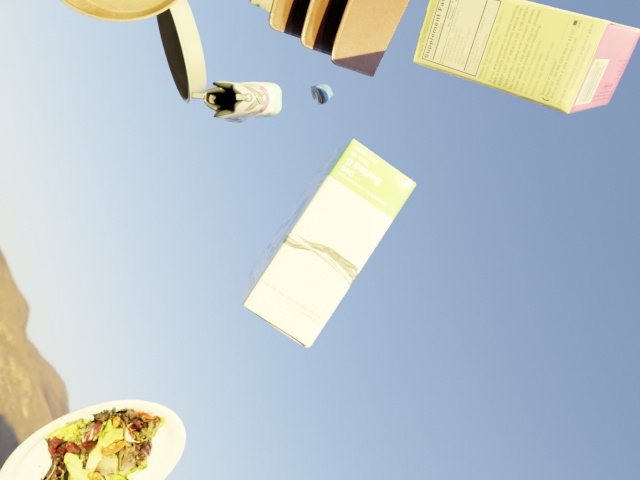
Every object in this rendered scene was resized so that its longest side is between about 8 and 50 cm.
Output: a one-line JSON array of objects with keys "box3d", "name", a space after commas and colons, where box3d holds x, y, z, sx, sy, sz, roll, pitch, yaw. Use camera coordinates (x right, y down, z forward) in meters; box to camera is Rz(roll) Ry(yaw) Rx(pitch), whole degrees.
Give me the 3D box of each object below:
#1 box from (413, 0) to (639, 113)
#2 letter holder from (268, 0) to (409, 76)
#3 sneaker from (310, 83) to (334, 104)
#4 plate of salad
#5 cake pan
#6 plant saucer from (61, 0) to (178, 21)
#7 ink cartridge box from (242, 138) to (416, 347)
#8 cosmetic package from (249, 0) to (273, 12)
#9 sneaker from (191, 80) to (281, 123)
[{"box3d": [0.303, -0.286, 0.798, 0.243, 0.213, 0.117, 31, -58, 29], "name": "box"}, {"box3d": [0.054, -0.509, 1.047, 0.152, 0.214, 0.302, 52, -54, 41], "name": "letter holder"}, {"box3d": [0.015, -0.567, 2.072, 0.209, 0.082, 0.069, -112, -169, -68], "name": "sneaker"}, {"box3d": [-0.245, 0.258, 0.602, 0.048, 0.199, 0.200, 48, -38, 46], "name": "plate of salad"}, {"box3d": [-0.359, -0.505, 1.393, 0.293, 0.054, 0.293, 162, -90, -72], "name": "cake pan"}, {"box3d": [-0.234, -0.347, 0.640, 0.036, 0.198, 0.199, 148, -77, -83], "name": "plant saucer"}, {"box3d": [0.000, 0.000, 0.817, 0.114, 0.273, 0.198, 34, -2, -9], "name": "ink cartridge box"}, {"box3d": [-0.101, -0.863, 1.652, 0.309, 0.113, 0.160, -35, -133, 52], "name": "cosmetic package"}, {"box3d": [-0.089, -0.127, 0.490, 0.098, 0.069, 0.038, 3, -80, 49], "name": "sneaker"}]
